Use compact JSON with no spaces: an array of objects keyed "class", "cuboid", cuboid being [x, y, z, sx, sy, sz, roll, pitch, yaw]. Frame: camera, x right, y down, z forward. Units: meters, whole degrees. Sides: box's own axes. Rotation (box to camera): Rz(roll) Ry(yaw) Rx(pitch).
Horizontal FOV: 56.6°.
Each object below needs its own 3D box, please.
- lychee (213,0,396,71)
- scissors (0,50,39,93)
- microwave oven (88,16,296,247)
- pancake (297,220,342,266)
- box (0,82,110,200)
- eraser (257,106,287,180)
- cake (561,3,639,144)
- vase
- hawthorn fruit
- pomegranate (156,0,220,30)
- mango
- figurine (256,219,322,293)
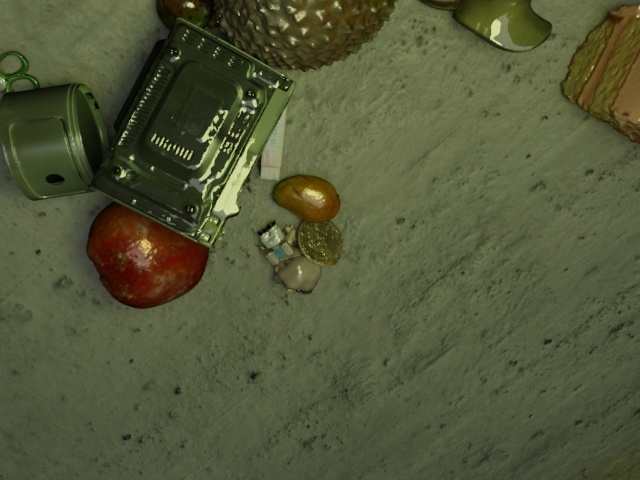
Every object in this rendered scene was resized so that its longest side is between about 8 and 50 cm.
[{"class":"lychee","cuboid":[-0.026,-0.512,1.103,0.432,0.380,0.381,-20,121,-29]},{"class":"scissors","cuboid":[-0.710,-0.328,1.262,0.204,0.027,0.101,-18,116,-2]},{"class":"microwave oven","cuboid":[-0.243,-0.197,1.155,0.286,0.218,0.355,28,87,-9]},{"class":"pancake","cuboid":[0.000,0.000,1.502,0.139,0.140,0.022,32,146,-22]},{"class":"box","cuboid":[-0.544,-0.206,1.238,0.149,0.226,0.226,-10,117,-5]},{"class":"eraser","cuboid":[-0.108,-0.258,1.359,0.052,0.096,0.225,3,115,-11]},{"class":"cake","cuboid":[0.778,-0.358,1.344,0.314,0.307,0.293,17,110,-18]},{"class":"vase","cuboid":[0.332,-0.573,1.235,0.329,0.241,0.302,10,132,16]},{"class":"hawthorn fruit","cuboid":[-0.394,0.021,1.361,0.284,0.284,0.285,-4,116,-8]},{"class":"pomegranate","cuboid":[-0.270,-0.481,1.215,0.130,0.130,0.130,-4,116,-8]},{"class":"mango","cuboid":[-0.029,-0.107,1.455,0.165,0.089,0.115,31,110,-13]},{"class":"figurine","cuboid":[-0.072,0.053,1.513,0.137,0.112,0.229,-35,110,2]}]
